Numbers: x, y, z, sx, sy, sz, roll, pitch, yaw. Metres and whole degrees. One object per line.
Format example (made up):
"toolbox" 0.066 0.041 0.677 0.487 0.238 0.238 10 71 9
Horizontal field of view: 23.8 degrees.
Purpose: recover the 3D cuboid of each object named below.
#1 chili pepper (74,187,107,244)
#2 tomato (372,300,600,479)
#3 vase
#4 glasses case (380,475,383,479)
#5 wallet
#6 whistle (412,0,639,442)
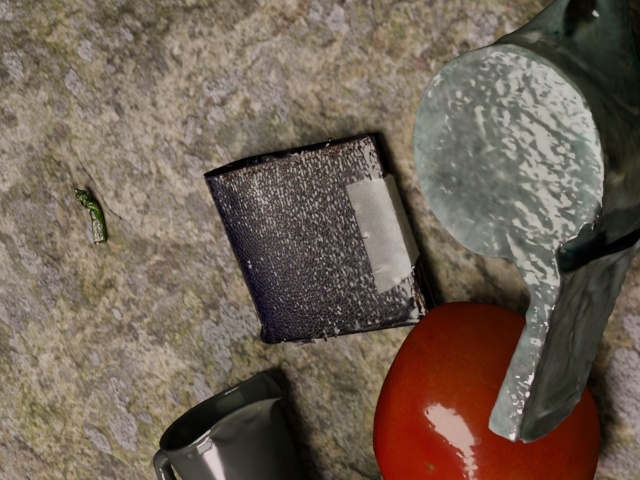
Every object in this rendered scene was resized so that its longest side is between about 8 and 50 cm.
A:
"chili pepper" -0.301 -0.034 2.002 0.027 0.022 0.083 -2 115 45
"tomato" 0.162 0.192 1.547 0.260 0.180 0.260 22 127 33
"vase" -0.085 0.330 1.914 0.251 0.156 0.301 -15 109 36
"glasses case" 0.086 0.282 1.790 0.021 0.032 0.083 33 134 34
"wallet" 0.000 0.000 1.690 0.262 0.071 0.221 -10 101 45
"whistle" 0.217 -0.021 1.332 0.188 0.168 0.405 -4 103 39
